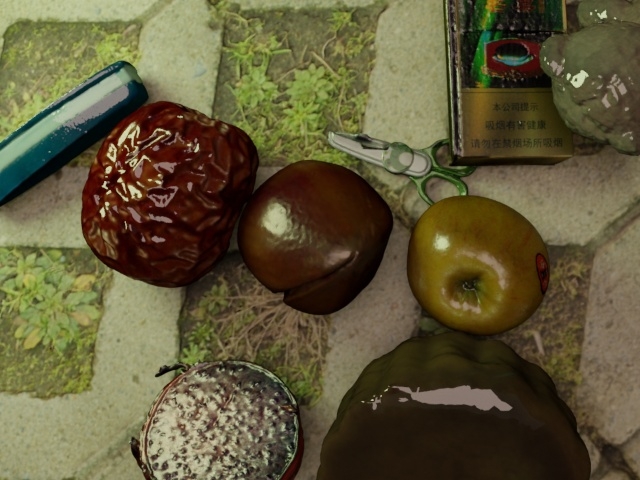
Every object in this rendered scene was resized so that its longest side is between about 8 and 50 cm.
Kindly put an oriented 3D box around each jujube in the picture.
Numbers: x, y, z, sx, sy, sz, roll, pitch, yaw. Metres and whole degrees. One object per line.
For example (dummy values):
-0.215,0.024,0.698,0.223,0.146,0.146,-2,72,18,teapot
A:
-0.196,-0.058,1.209,0.213,0.213,0.232,24,99,8,jujube

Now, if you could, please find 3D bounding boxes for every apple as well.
0.195,0.034,1.174,0.183,0.155,0.182,8,118,14,apple

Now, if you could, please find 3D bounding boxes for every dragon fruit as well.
-0.119,0.279,1.226,0.224,0.148,0.218,4,56,17,dragon fruit

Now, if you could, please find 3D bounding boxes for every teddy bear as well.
0.403,-0.216,1.154,0.267,0.151,0.236,-40,79,-13,teddy bear

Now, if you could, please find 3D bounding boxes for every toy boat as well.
-0.370,-0.140,1.302,0.299,0.096,0.061,-35,91,6,toy boat

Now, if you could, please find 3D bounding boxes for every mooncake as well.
0.159,0.271,1.125,0.324,0.187,0.323,3,106,10,mooncake

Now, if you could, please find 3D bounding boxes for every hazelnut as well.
0.000,0.000,1.179,0.208,0.208,0.208,-1,86,7,hazelnut

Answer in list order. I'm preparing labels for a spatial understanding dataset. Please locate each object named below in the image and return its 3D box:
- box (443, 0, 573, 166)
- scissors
0.241,-0.219,1.228,0.159,0.071,0.240,-2,86,-3,box
0.107,-0.109,1.269,0.204,0.027,0.101,17,85,6,scissors
